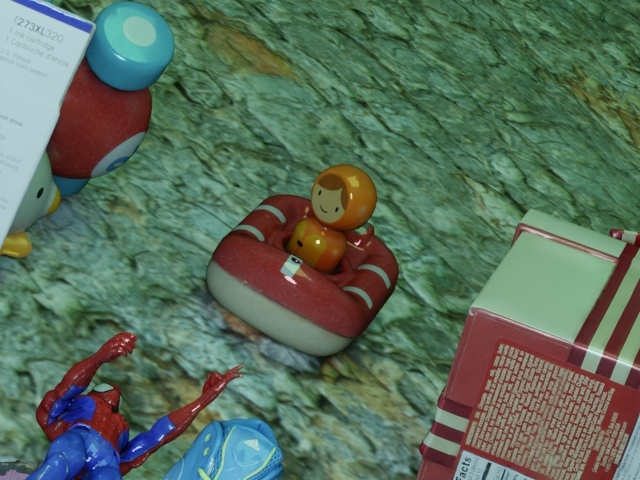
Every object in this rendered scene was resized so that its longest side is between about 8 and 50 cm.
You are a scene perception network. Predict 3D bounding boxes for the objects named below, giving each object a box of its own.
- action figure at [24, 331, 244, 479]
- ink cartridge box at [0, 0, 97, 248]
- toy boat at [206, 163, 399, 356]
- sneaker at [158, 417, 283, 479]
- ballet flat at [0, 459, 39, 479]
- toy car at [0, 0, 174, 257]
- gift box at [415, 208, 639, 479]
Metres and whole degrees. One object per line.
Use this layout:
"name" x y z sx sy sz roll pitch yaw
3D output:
"action figure" -0.127 0.122 1.235 0.091 0.139 0.280 45 5 -11
"ink cartridge box" -0.285 -0.017 1.169 0.176 0.371 0.069 23 25 -12
"toy boat" 0.000 0.000 1.694 0.151 0.151 0.231 29 24 6
"sneaker" -0.092 0.185 1.262 0.091 0.126 0.240 29 24 4
"ballet flat" -0.203 0.209 1.186 0.079 0.077 0.221 0 26 -12
"toy car" -0.254 -0.068 1.584 0.210 0.219 0.238 19 54 -18
"gift box" 0.235 0.151 1.522 0.276 0.255 0.258 24 25 8
